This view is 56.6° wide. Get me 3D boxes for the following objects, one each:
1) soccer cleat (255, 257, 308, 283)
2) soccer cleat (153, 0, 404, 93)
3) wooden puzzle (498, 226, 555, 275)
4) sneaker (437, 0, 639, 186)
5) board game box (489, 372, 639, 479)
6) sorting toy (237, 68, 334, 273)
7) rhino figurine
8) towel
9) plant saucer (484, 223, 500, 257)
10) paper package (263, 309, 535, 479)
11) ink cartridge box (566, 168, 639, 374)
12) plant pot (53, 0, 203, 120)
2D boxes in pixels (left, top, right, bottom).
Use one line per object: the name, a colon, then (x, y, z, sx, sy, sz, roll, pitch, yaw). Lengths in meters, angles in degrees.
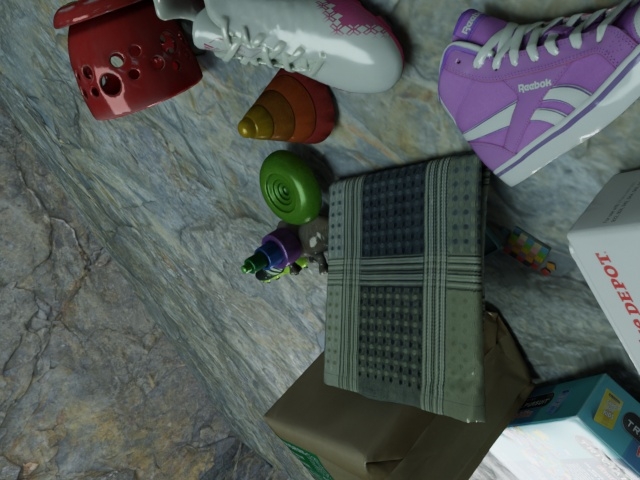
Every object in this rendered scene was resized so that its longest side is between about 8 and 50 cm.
soccer cleat: (-0.090, 0.044, 1.245, 0.179, 0.060, 0.072, -20, 101, 54)
soccer cleat: (-0.062, -0.245, 0.713, 0.331, 0.143, 0.116, 34, 150, 23)
wooden puzzle: (0.260, 0.012, 0.751, 0.083, 0.006, 0.049, 36, 151, 20)
sneaker: (0.193, -0.162, 0.516, 0.161, 0.102, 0.282, 49, 153, 2)
board game box: (0.400, 0.333, 0.876, 0.254, 0.079, 0.336, 43, 158, 7)
sorting toy: (-0.080, -0.080, 0.903, 0.127, 0.126, 0.365, 35, 137, 26)
rhino figurine: (0.000, 0.000, 1.033, 0.243, 0.073, 0.106, -8, 116, 55)
towel: (0.108, 0.060, 0.800, 0.312, 0.056, 0.324, -4, 82, 56)
plant saucer: (0.184, 0.014, 0.845, 0.067, 0.018, 0.192, 52, 153, 4)
paper package: (0.116, 0.261, 0.960, 0.168, 0.309, 0.325, 55, 153, -15)
ink cartridge box: (0.381, 0.027, 0.483, 0.198, 0.115, 0.273, 55, 151, -15)
plant pot: (-0.304, -0.305, 0.939, 0.191, 0.191, 0.174, 14, 130, 46)
